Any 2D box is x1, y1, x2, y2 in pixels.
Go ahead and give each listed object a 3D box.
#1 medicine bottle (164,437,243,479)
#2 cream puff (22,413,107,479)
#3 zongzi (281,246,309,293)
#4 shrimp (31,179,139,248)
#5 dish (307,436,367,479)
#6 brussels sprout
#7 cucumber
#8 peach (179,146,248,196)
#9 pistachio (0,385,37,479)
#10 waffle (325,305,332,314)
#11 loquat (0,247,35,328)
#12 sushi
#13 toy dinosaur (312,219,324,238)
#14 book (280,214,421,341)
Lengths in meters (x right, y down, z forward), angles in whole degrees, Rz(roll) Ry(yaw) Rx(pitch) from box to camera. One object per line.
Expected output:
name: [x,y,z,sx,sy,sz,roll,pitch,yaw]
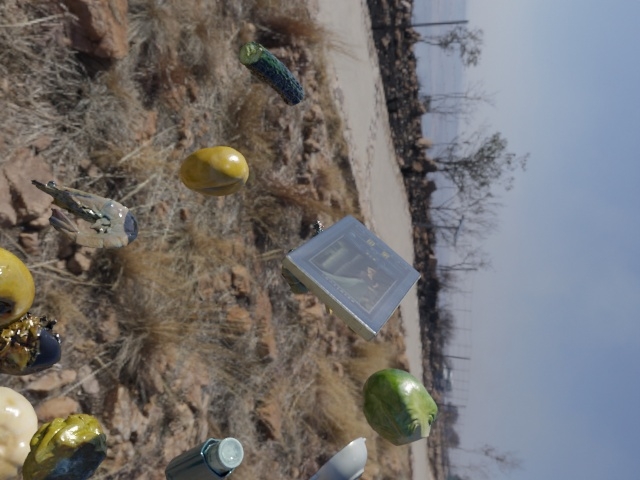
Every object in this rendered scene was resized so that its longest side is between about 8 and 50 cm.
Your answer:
medicine bottle: [-0.254,0.514,1.162,0.258,0.124,0.079,-41,-174,37]
cream puff: [-0.470,0.378,0.954,0.146,0.116,0.146,-19,125,-29]
zongzi: [-0.058,0.041,1.106,0.119,0.055,0.109,62,18,-51]
shrimp: [-0.554,-0.049,1.210,0.059,0.254,0.145,-42,-144,46]
dish: [0.075,0.719,1.626,0.236,0.086,0.228,-32,153,-18]
brussels sprout: [0.145,0.329,1.028,0.117,0.155,0.155,-8,106,-36]
cucumber: [-0.090,-0.330,1.043,0.187,0.058,0.058,23,72,-63]
peach: [-0.267,-0.172,1.309,0.179,0.179,0.103,36,49,-73]
pistachio: [-0.817,0.453,1.229,0.238,0.321,0.229,87,21,-60]
waffle: [0.028,0.158,1.662,0.092,0.021,0.135,-62,145,-55]
loquat: [-1.004,0.143,1.557,0.275,0.274,0.275,5,90,-75]
sushi: [-0.989,0.340,1.701,0.204,0.213,0.200,42,29,-76]
toy dinosaur: [0.000,0.000,1.690,0.055,0.049,0.154,30,44,-44]
book: [0.066,0.052,0.925,0.025,0.191,0.269,-53,170,30]
